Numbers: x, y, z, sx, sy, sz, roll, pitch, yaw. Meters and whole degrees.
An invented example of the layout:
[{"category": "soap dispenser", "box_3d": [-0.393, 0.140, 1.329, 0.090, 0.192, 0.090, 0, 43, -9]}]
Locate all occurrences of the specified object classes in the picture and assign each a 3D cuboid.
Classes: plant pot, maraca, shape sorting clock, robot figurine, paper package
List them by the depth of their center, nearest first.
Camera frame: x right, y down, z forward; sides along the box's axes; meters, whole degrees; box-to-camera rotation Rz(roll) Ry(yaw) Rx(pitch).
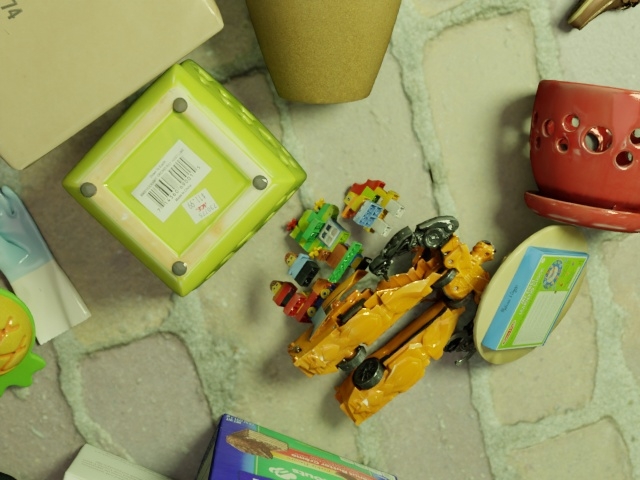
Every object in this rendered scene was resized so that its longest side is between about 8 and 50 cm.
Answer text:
[{"category": "paper package", "box_3d": [-0.319, -0.298, 0.954, 0.309, 0.168, 0.325, -34, 118, 5]}, {"category": "plant pot", "box_3d": [0.005, -0.303, 1.055, 0.237, 0.237, 0.254, -2, 112, -3]}, {"category": "plant pot", "box_3d": [-0.165, -0.075, 1.061, 0.227, 0.207, 0.228, 44, 93, -7]}, {"category": "plant pot", "box_3d": [0.355, -0.104, 1.092, 0.191, 0.191, 0.174, 8, 98, -4]}, {"category": "maraca", "box_3d": [-0.422, 0.131, 1.103, 0.127, 0.099, 0.186, -19, 131, -11]}, {"category": "shape sorting clock", "box_3d": [0.273, 0.070, 1.129, 0.040, 0.206, 0.206, 36, 94, 37]}, {"category": "robot figurine", "box_3d": [0.108, 0.095, 1.137, 0.291, 0.085, 0.211, -41, 116, 2]}]

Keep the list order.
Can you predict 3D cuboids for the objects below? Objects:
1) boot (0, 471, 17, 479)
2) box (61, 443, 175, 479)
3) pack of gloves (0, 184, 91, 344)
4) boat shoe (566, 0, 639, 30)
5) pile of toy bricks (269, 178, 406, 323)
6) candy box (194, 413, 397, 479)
[{"category": "boot", "box_3d": [-0.521, 0.268, 1.131, 0.246, 0.094, 0.207, -5, 100, 4]}, {"category": "box", "box_3d": [-0.275, 0.397, 1.145, 0.181, 0.119, 0.182, 24, 94, -5]}, {"category": "pack of gloves", "box_3d": [-0.447, 0.052, 1.140, 0.195, 0.046, 0.232, -30, 96, 0]}, {"category": "boat shoe", "box_3d": [0.401, -0.332, 1.134, 0.178, 0.064, 0.060, -41, 94, -1]}, {"category": "pile of toy bricks", "box_3d": [0.000, 0.000, 1.140, 0.105, 0.118, 0.212, 43, 106, 32]}, {"category": "candy box", "box_3d": [-0.026, 0.345, 1.053, 0.268, 0.317, 0.122, 21, 94, -5]}]
